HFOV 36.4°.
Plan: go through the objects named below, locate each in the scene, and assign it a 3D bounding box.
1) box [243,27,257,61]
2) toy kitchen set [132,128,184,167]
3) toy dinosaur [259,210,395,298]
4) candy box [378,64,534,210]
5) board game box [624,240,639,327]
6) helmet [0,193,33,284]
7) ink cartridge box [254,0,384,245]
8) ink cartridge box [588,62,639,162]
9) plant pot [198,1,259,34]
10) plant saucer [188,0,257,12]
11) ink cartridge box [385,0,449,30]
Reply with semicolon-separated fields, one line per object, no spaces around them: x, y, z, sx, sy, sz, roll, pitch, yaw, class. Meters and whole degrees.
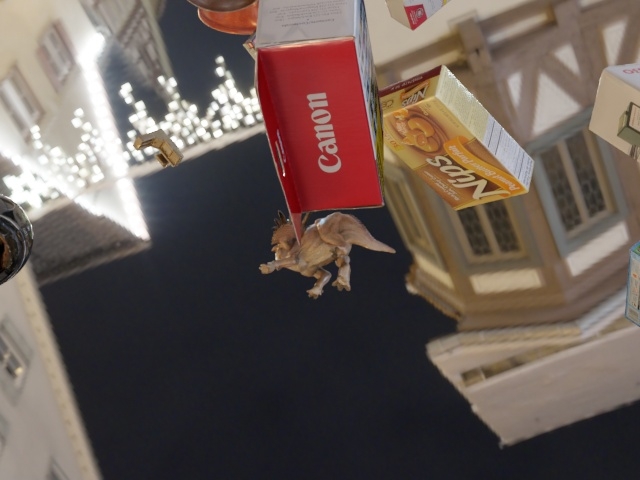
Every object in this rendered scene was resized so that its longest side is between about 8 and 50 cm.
-0.074;-0.369;1.801;0.027;0.094;0.137;-10;-142;47;box
-0.361;-0.186;2.133;0.075;0.083;0.068;-28;164;-48;toy kitchen set
0.000;0.000;1.950;0.296;0.127;0.200;-18;-142;24;toy dinosaur
0.255;-0.193;1.916;0.183;0.316;0.087;-14;-131;43;candy box
0.528;0.109;1.375;0.039;0.160;0.211;-35;-130;-18;board game box
-0.537;0.000;1.522;0.169;0.169;0.161;-34;-156;-14;helmet
0.007;-0.189;1.317;0.130;0.309;0.271;-5;-130;8;ink cartridge box
0.618;-0.187;1.595;0.211;0.121;0.289;-9;-146;-23;ink cartridge box
-0.135;-0.600;1.970;0.272;0.265;0.272;-4;-141;3;plant pot
-0.149;-0.427;1.468;0.168;0.168;0.029;-22;-144;9;plant saucer
0.208;-0.517;1.897;0.175;0.127;0.072;-40;-130;-10;ink cartridge box
